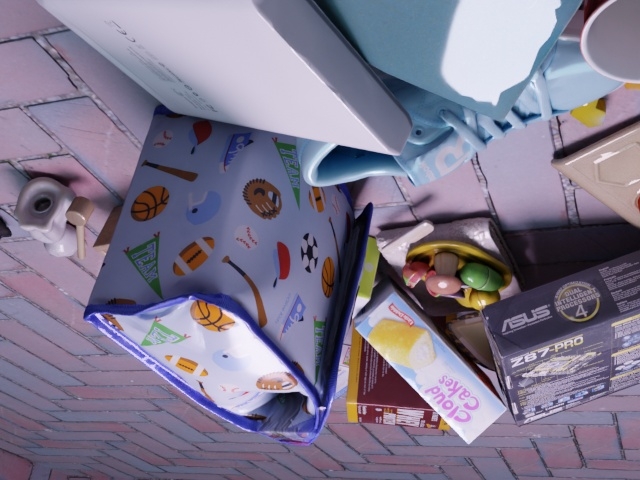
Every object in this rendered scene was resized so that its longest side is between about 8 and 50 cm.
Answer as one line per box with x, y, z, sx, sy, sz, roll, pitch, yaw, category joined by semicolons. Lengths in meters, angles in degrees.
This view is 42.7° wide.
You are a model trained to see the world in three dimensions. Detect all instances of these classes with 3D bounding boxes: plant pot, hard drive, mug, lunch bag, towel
0.085;-0.243;0.684;0.234;0.166;0.166;18;151;-3;plant pot
-0.105;-0.183;0.804;0.353;0.047;0.233;18;165;43;hard drive
0.263;-0.219;0.669;0.113;0.169;0.150;5;153;3;mug
-0.070;0.048;1.064;0.238;0.328;0.385;-4;143;25;lunch bag
0.220;0.052;1.320;0.187;0.049;0.282;-8;148;25;towel

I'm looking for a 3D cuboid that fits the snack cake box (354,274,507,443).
0.174;0.188;1.342;0.264;0.089;0.152;46;-175;-5;snack cake box

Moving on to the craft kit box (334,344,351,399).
-0.040;0.277;1.802;0.246;0.061;0.250;13;152;-16;craft kit box

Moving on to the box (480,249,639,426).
0.455;0.136;1.235;0.394;0.097;0.318;-21;149;6;box

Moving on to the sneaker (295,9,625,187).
0.141;-0.122;0.851;0.365;0.150;0.135;-10;149;28;sneaker

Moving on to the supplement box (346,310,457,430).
0.153;0.241;1.537;0.194;0.192;0.129;3;152;6;supplement box

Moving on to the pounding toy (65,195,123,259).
-0.300;-0.016;1.280;0.181;0.094;0.206;-9;137;36;pounding toy

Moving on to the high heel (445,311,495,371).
0.266;0.168;1.441;0.261;0.093;0.186;20;175;-35;high heel

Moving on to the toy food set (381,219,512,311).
0.192;0.062;1.223;0.217;0.071;0.128;27;145;-29;toy food set

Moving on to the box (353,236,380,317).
0.050;0.067;1.323;0.042;0.109;0.178;18;151;-9;box

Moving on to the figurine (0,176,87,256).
-0.486;-0.032;1.307;0.214;0.093;0.209;8;160;-4;figurine

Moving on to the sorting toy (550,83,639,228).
0.404;-0.102;0.992;0.307;0.041;0.229;27;146;-33;sorting toy
